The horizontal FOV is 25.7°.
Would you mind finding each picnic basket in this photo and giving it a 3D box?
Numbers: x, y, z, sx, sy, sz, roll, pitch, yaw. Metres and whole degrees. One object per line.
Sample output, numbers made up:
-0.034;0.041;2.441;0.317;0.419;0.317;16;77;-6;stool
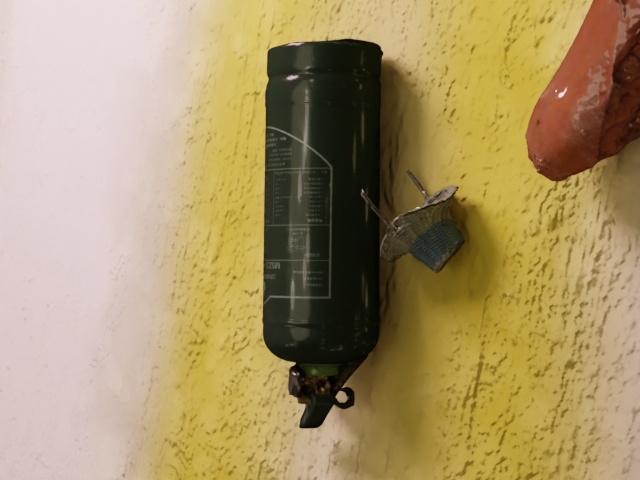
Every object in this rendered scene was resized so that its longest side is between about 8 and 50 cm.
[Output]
0.074;-0.017;1.073;0.083;0.065;0.083;46;134;11;picnic basket

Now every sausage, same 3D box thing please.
0.216;-0.184;0.906;0.087;0.079;0.327;28;112;32;sausage

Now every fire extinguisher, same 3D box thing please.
0.000;0.000;1.128;0.114;0.095;0.311;173;98;-75;fire extinguisher
